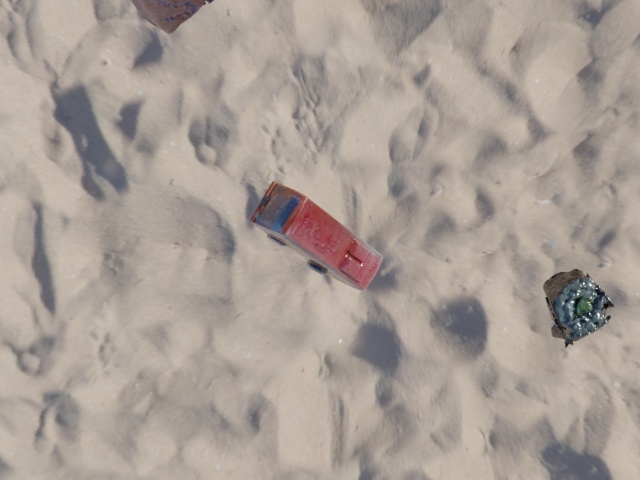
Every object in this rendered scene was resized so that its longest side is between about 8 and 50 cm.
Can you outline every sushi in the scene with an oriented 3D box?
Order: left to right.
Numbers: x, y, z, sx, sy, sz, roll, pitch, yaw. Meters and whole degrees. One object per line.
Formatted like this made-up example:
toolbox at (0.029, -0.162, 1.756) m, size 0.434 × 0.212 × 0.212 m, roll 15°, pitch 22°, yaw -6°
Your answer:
sushi at (0.387, 0.100, 1.287) m, size 0.098 × 0.084 × 0.094 m, roll -32°, pitch 98°, yaw 6°

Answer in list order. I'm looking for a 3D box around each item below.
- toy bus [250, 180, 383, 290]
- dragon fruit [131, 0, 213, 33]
toy bus at (0.000, 0.000, 0.982) m, size 0.077 × 0.192 × 0.065 m, roll 26°, pitch 84°, yaw 42°
dragon fruit at (-0.078, -0.205, 0.497) m, size 0.096 × 0.102 × 0.147 m, roll 38°, pitch 132°, yaw -27°
